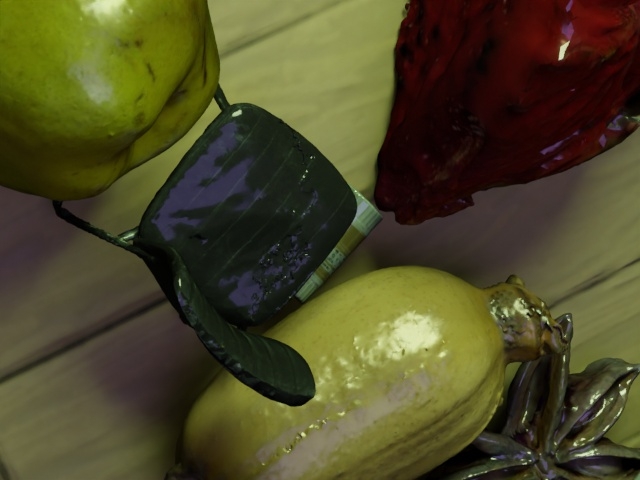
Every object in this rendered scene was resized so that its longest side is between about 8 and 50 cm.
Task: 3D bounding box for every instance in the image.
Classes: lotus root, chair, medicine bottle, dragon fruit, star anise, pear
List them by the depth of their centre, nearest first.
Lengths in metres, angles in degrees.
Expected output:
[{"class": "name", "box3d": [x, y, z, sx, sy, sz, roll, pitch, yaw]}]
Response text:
[{"class": "pear", "box3d": [-0.157, -0.126, 1.144, 0.200, 0.200, 0.200, -7, 109, -21]}, {"class": "chair", "box3d": [-0.052, -0.007, 1.213, 0.140, 0.221, 0.145, 42, 88, -27]}, {"class": "dragon fruit", "box3d": [0.137, -0.155, 1.306, 0.302, 0.240, 0.330, 0, 131, -51]}, {"class": "lotus root", "box3d": [0.021, 0.108, 1.331, 0.303, 0.131, 0.146, -28, 143, -10]}, {"class": "medicine bottle", "box3d": [0.000, 0.000, 1.336, 0.083, 0.047, 0.047, -48, 118, -4]}, {"class": "star anise", "box3d": [0.165, 0.172, 1.446, 0.212, 0.073, 0.197, -36, 114, -7]}]

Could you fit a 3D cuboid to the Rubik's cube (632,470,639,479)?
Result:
[{"class": "Rubik's cube", "box3d": [0.392, 0.345, 1.411, 0.352, 0.351, 0.347, 29, 96, -44]}]
